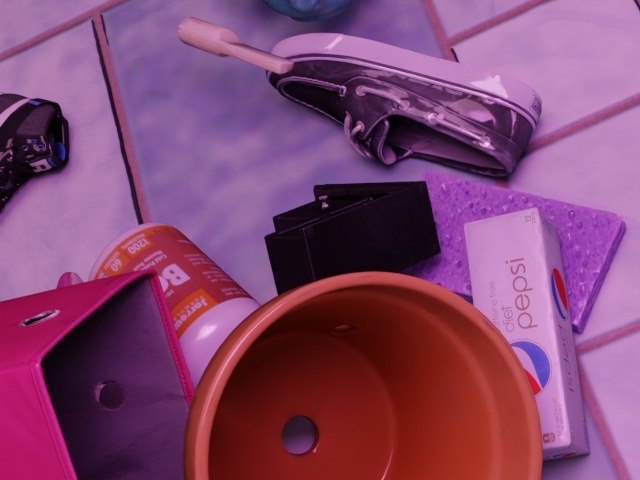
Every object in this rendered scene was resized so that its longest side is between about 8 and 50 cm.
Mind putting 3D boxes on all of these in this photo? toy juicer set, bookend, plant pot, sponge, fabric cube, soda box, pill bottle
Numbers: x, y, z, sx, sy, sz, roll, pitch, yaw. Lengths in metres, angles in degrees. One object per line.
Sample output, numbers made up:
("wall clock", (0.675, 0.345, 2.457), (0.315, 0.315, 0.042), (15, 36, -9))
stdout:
("toy juicer set", (-0.041, -0.282, 1.556), (0.209, 0.089, 0.329), (8, 37, 33))
("bookend", (0.000, 0.000, 1.394), (0.156, 0.072, 0.157), (-22, 14, -38))
("plant pot", (0.012, 0.172, 1.252), (0.291, 0.291, 0.203), (-57, 14, -12))
("sponge", (0.173, 0.008, 1.421), (0.210, 0.031, 0.117), (15, 71, 28))
("fabric cube", (-0.262, 0.195, 1.276), (0.258, 0.254, 0.259), (-11, 102, 19))
("soda box", (0.183, 0.086, 1.325), (0.074, 0.069, 0.216), (-13, 70, 21))
("pill bottle", (-0.122, 0.085, 1.450), (0.121, 0.121, 0.216), (-47, 56, -6))

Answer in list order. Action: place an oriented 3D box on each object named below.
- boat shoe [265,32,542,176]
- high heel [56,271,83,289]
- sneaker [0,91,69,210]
("boat shoe", (0.068, -0.128, 1.502), (0.301, 0.108, 0.102), (16, 69, 22))
("high heel", (-0.258, 0.155, 1.443), (0.117, 0.082, 0.244), (-8, 102, 10))
("sneaker", (-0.352, -0.072, 1.658), (0.121, 0.079, 0.217), (6, 64, 27))
